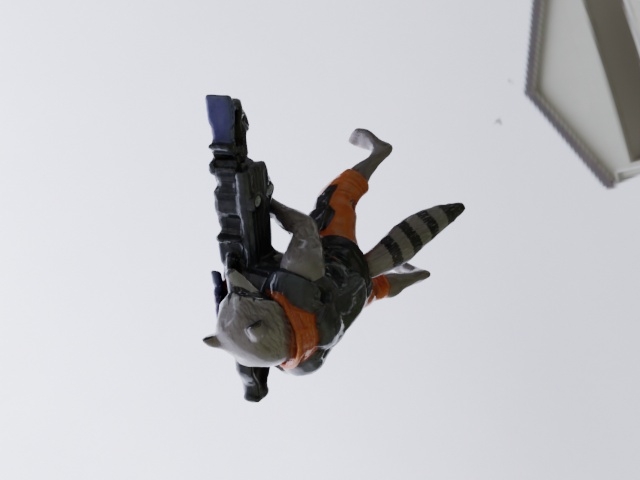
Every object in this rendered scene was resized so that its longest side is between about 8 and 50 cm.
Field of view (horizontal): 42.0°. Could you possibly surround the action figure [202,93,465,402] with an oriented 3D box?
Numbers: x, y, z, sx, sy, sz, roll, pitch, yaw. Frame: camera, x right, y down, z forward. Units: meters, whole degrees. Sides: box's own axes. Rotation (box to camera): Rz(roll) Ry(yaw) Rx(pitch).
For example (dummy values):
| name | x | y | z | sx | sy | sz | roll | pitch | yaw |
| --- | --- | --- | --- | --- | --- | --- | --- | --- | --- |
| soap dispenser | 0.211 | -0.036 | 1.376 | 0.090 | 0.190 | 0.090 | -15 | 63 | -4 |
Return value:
| name | x | y | z | sx | sy | sz | roll | pitch | yaw |
| --- | --- | --- | --- | --- | --- | --- | --- | --- | --- |
| action figure | 0.000 | 0.000 | 0.857 | 0.330 | 0.178 | 0.341 | -43 | -46 | -44 |
